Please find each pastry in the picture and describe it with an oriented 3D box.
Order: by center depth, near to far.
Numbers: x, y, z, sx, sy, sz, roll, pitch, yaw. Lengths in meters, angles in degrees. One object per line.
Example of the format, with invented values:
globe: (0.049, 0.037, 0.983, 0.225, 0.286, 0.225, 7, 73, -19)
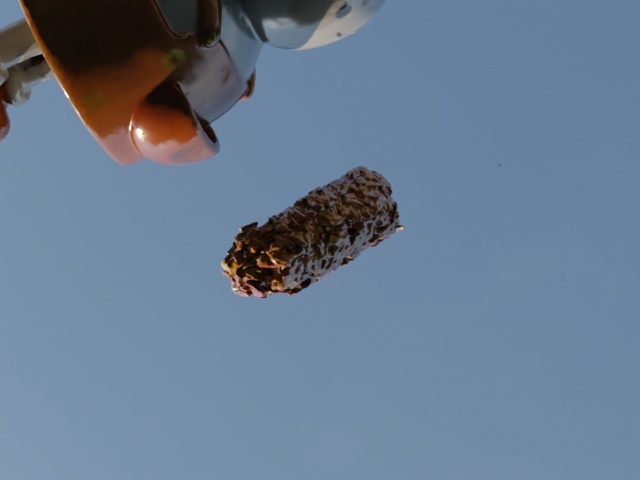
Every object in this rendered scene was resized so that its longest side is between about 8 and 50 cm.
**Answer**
pastry: (0.000, -0.002, 1.350, 0.169, 0.087, 0.063, -32, -126, -31)

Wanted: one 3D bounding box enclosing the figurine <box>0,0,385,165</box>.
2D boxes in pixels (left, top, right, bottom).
figurine: (-0.052, -0.126, 0.755, 0.271, 0.143, 0.143, -41, -92, 0)
